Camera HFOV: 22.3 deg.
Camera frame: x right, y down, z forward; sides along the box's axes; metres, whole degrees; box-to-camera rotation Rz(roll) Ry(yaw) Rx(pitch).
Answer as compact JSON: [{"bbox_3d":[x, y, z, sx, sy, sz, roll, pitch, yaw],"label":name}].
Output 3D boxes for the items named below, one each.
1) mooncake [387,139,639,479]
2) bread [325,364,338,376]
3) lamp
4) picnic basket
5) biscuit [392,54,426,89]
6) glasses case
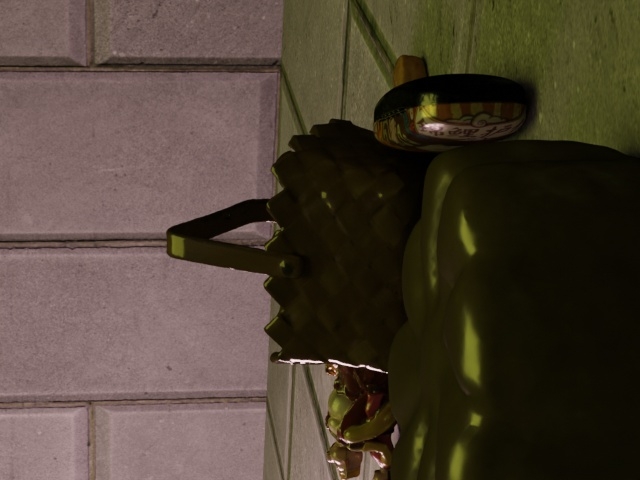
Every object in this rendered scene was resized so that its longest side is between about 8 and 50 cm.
[{"bbox_3d":[0.168,0.101,1.339,0.378,0.201,0.378,180,90,-81],"label":"mooncake"},{"bbox_3d":[0.047,0.168,2.603,0.233,0.076,0.105,93,-174,-72],"label":"bread"},{"bbox_3d":[0.063,0.273,2.386,0.118,0.118,0.253,-124,36,-75],"label":"lamp"},{"bbox_3d":[0.000,0.000,1.989,0.254,0.321,0.291,-26,-58,-60],"label":"picnic basket"},{"bbox_3d":[0.111,-0.072,2.239,0.275,0.052,0.355,-100,13,-50],"label":"biscuit"},{"bbox_3d":[0.138,-0.140,1.793,0.321,0.122,0.082,180,91,-82],"label":"glasses case"}]
